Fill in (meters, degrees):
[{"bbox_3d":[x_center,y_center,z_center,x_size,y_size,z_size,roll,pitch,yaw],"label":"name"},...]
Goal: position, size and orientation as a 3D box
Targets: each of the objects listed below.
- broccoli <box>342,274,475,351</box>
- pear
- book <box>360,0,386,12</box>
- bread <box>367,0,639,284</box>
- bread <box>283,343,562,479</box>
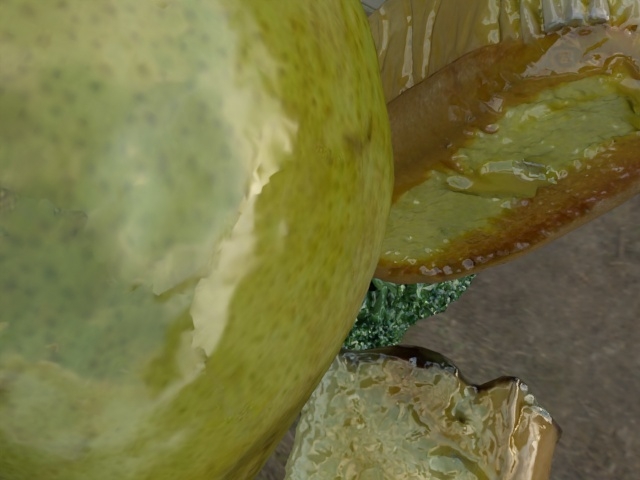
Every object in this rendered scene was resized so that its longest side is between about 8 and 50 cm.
[{"bbox_3d":[0.000,0.000,1.051,0.241,0.262,0.269,46,40,-43],"label":"broccoli"},{"bbox_3d":[-0.119,-0.032,0.445,0.304,0.304,0.303,0,91,-9],"label":"pear"},{"bbox_3d":[0.083,-0.298,1.128,0.139,0.016,0.198,28,97,2],"label":"book"},{"bbox_3d":[0.098,-0.071,0.684,0.153,0.288,0.119,12,65,-30],"label":"bread"},{"bbox_3d":[0.044,0.188,0.800,0.174,0.251,0.133,17,45,-2],"label":"bread"}]
